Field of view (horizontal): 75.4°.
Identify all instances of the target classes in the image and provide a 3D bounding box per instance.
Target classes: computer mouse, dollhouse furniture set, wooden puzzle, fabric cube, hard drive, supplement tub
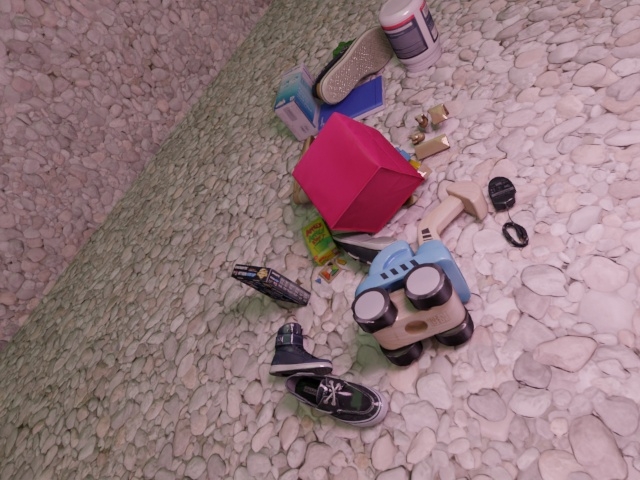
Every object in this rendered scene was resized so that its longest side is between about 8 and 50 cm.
[{"bbox_3d":[0.529,-0.082,1.163,0.071,0.041,0.241,-19,55,25],"label":"computer mouse"},{"bbox_3d":[0.408,-0.379,1.493,0.144,0.123,0.151,-21,82,25],"label":"dollhouse furniture set"},{"bbox_3d":[0.033,0.104,1.423,0.116,0.014,0.079,-52,42,-7],"label":"wooden puzzle"},{"bbox_3d":[0.118,-0.204,1.319,0.254,0.259,0.258,-52,57,27],"label":"fabric cube"},{"bbox_3d":[0.139,-0.607,1.874,0.319,0.040,0.210,-18,49,28],"label":"hard drive"},{"bbox_3d":[0.376,-0.862,1.711,0.191,0.272,0.191,-21,47,25],"label":"supplement tub"}]

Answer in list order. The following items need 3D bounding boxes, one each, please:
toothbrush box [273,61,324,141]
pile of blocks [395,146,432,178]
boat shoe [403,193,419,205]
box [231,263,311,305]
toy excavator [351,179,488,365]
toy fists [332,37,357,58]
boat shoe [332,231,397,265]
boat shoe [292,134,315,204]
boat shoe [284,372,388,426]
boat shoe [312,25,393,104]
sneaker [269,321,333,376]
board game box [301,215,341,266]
[{"bbox_3d":[-0.092,-0.657,1.969,0.126,0.216,0.295,-16,48,28],"label":"toothbrush box"},{"bbox_3d":[0.220,-0.269,1.465,0.112,0.149,0.362,-50,42,-5],"label":"pile of blocks"},{"bbox_3d":[0.262,-0.148,1.418,0.153,0.048,0.056,10,110,47],"label":"boat shoe"},{"bbox_3d":[-0.163,0.149,1.389,0.175,0.220,0.051,3,66,41],"label":"box"},{"bbox_3d":[0.288,0.051,1.138,0.433,0.222,0.445,-27,37,18],"label":"toy excavator"},{"bbox_3d":[0.124,-0.914,2.088,0.142,0.096,0.279,-17,50,29],"label":"toy fists"},{"bbox_3d":[0.134,0.030,1.332,0.115,0.091,0.303,-13,13,-23],"label":"boat shoe"},{"bbox_3d":[-0.063,-0.302,1.737,0.110,0.122,0.340,-16,51,28],"label":"boat shoe"},{"bbox_3d":[0.031,0.415,1.113,0.301,0.102,0.108,2,60,40],"label":"boat shoe"},{"bbox_3d":[0.149,-0.808,1.895,0.500,0.186,0.156,-47,36,-14],"label":"boat shoe"},{"bbox_3d":[-0.055,0.327,1.264,0.226,0.086,0.163,-12,54,33],"label":"sneaker"},{"bbox_3d":[0.000,0.000,1.508,0.092,0.043,0.181,-37,43,10],"label":"board game box"}]
